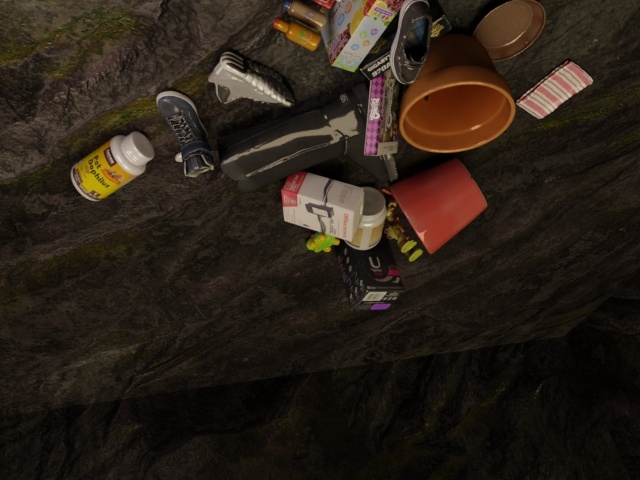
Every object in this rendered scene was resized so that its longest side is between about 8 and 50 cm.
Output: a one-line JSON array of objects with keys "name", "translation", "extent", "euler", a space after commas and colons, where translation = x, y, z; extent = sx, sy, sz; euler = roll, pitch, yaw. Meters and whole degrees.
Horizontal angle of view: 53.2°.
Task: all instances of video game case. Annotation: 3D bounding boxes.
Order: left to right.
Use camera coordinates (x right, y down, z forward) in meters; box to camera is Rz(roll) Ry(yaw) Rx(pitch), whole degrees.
[{"name": "video game case", "translation": [0.166, -0.336, 1.630], "extent": [0.041, 0.232, 0.210], "euler": [8, -168, 18]}]

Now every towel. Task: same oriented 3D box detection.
[{"name": "towel", "translation": [0.705, -0.450, 1.929], "extent": [0.144, 0.029, 0.197], "euler": [16, 137, -40]}]

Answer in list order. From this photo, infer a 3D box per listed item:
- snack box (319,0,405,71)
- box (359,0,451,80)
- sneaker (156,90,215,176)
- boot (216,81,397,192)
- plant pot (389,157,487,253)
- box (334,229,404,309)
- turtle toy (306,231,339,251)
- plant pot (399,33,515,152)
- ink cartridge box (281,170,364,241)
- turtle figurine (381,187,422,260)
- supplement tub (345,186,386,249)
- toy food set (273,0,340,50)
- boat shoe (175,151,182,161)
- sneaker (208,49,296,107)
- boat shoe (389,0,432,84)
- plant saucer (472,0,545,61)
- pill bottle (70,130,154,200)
[{"name": "snack box", "translation": [0.083, -0.512, 1.415], "extent": [0.070, 0.175, 0.207], "euler": [9, 142, -32]}, {"name": "box", "translation": [0.174, -0.497, 1.479], "extent": [0.220, 0.175, 0.051], "euler": [-29, 145, 22]}, {"name": "sneaker", "translation": [-0.342, -0.265, 1.641], "extent": [0.086, 0.164, 0.226], "euler": [-19, 147, 9]}, {"name": "boot", "translation": [-0.029, -0.230, 1.839], "extent": [0.444, 0.146, 0.367], "euler": [-24, 138, 6]}, {"name": "plant pot", "translation": [0.397, -0.130, 2.112], "extent": [0.243, 0.275, 0.275], "euler": [-33, 146, 9]}, {"name": "box", "translation": [0.177, 0.105, 2.350], "extent": [0.165, 0.271, 0.143], "euler": [2, 145, -26]}, {"name": "turtle toy", "translation": [0.000, 0.000, 2.303], "extent": [0.095, 0.066, 0.130], "euler": [16, 138, -41]}, {"name": "plant pot", "translation": [0.342, -0.393, 1.658], "extent": [0.290, 0.204, 0.291], "euler": [-1, 155, -1]}, {"name": "ink cartridge box", "translation": [0.008, -0.110, 1.994], "extent": [0.237, 0.100, 0.172], "euler": [17, 150, 11]}, {"name": "turtle figurine", "translation": [0.264, -0.042, 2.220], "extent": [0.087, 0.217, 0.270], "euler": [-26, 140, -1]}, {"name": "supplement tub", "translation": [0.148, -0.075, 2.171], "extent": [0.144, 0.144, 0.200], "euler": [-9, 149, -9]}, {"name": "toy food set", "translation": [-0.009, -0.544, 1.376], "extent": [0.104, 0.111, 0.232], "euler": [23, 118, -14]}, {"name": "boat shoe", "translation": [-0.360, -0.233, 1.804], "extent": [0.100, 0.035, 0.035], "euler": [-9, 149, -11]}, {"name": "sneaker", "translation": [-0.182, -0.380, 1.615], "extent": [0.228, 0.086, 0.132], "euler": [26, 136, -34]}, {"name": "boat shoe", "translation": [0.203, -0.414, 1.381], "extent": [0.080, 0.076, 0.229], "euler": [-8, 147, -9]}, {"name": "plant saucer", "translation": [0.482, -0.553, 1.659], "extent": [0.198, 0.036, 0.199], "euler": [-11, 148, -7]}, {"name": "pill bottle", "translation": [-0.548, -0.201, 1.694], "extent": [0.214, 0.117, 0.117], "euler": [-29, 146, 20]}]
